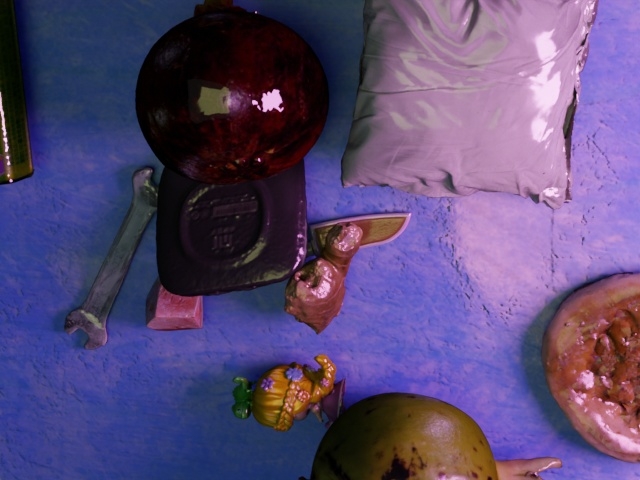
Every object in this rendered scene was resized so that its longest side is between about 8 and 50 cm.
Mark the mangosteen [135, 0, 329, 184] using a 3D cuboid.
[{"bbox_3d":[-0.108,-0.201,1.332,0.235,0.235,0.262,-16,69,19],"label":"mangosteen"}]

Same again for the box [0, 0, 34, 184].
[{"bbox_3d":[-0.460,-0.248,1.459,0.134,0.097,0.346,5,109,22],"label":"box"}]

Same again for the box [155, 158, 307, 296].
[{"bbox_3d":[-0.119,-0.031,1.434,0.212,0.042,0.201,-7,80,17],"label":"box"}]

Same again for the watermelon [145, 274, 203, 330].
[{"bbox_3d":[-0.201,0.085,1.514,0.084,0.072,0.092,-14,100,0],"label":"watermelon"}]

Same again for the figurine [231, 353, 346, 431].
[{"bbox_3d":[-0.044,0.198,1.493,0.156,0.095,0.115,5,120,9],"label":"figurine"}]

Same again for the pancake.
[{"bbox_3d":[0.420,0.157,1.387,0.282,0.049,0.283,3,108,10],"label":"pancake"}]

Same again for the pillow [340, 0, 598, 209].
[{"bbox_3d":[0.179,-0.191,1.290,0.283,0.138,0.310,8,111,3],"label":"pillow"}]

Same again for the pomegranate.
[{"bbox_3d":[0.144,0.325,1.416,0.340,0.260,0.261,-3,107,2],"label":"pomegranate"}]

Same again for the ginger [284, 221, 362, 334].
[{"bbox_3d":[-0.002,0.047,1.427,0.067,0.096,0.165,44,132,39],"label":"ginger"}]

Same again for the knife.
[{"bbox_3d":[0.000,0.000,1.458,0.256,0.022,0.046,-13,100,18],"label":"knife"}]

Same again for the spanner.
[{"bbox_3d":[-0.283,0.030,1.544,0.071,0.017,0.302,31,113,3],"label":"spanner"}]
